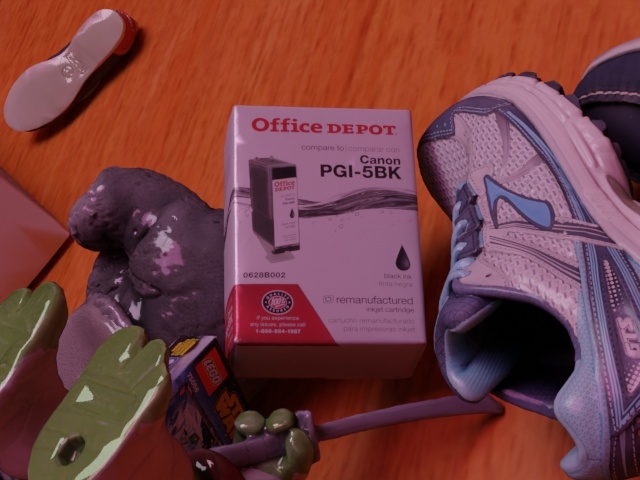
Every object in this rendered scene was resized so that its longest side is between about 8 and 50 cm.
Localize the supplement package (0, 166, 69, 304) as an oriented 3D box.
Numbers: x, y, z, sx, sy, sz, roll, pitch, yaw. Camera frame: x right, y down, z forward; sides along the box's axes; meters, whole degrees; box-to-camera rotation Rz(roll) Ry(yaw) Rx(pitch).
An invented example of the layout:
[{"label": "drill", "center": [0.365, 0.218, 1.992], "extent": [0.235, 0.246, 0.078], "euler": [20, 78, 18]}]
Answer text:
[{"label": "supplement package", "center": [-0.361, -0.032, 1.200], "extent": [0.175, 0.177, 0.293], "euler": [-51, 36, -3]}]

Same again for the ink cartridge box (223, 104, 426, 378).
[{"label": "ink cartridge box", "center": [0.000, 0.000, 0.785], "extent": [0.099, 0.056, 0.135], "euler": [0, 66, -7]}]

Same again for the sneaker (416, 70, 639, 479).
[{"label": "sneaker", "center": [0.097, 0.010, 0.707], "extent": [0.122, 0.110, 0.283], "euler": [-25, 32, -11]}]

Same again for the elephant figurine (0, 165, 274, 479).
[{"label": "elephant figurine", "center": [-0.108, 0.094, 0.856], "extent": [0.239, 0.169, 0.186], "euler": [-64, 9, -17]}]

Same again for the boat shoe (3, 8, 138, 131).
[{"label": "boat shoe", "center": [-0.207, -0.140, 1.256], "extent": [0.137, 0.049, 0.043], "euler": [-43, -6, 12]}]

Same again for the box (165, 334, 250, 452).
[{"label": "box", "center": [-0.061, 0.128, 0.744], "extent": [0.027, 0.137, 0.094], "euler": [-1, 32, 39]}]

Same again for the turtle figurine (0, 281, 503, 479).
[{"label": "turtle figurine", "center": [-0.005, 0.101, 0.639], "extent": [0.275, 0.266, 0.197], "euler": [-35, 36, 13]}]

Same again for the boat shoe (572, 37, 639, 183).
[{"label": "boat shoe", "center": [0.203, -0.027, 0.686], "extent": [0.079, 0.095, 0.254], "euler": [-47, 43, -17]}]
